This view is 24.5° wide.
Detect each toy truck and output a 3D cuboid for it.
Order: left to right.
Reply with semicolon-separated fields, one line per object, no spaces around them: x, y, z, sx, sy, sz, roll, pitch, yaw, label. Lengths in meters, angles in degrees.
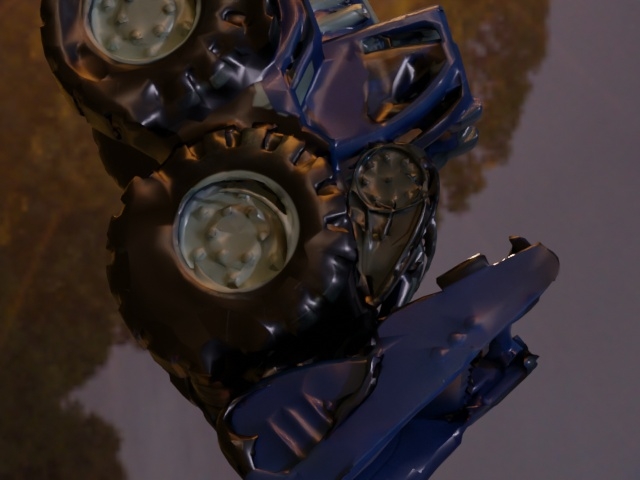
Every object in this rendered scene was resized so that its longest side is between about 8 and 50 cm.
0.000;0.000;0.460;0.113;0.126;0.208;78;-7;-73;toy truck
